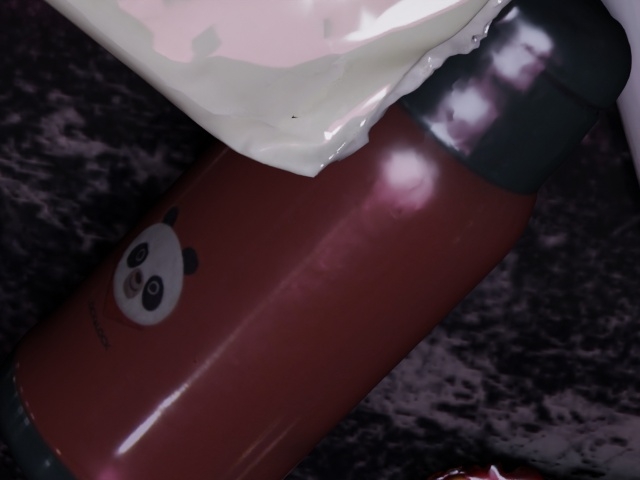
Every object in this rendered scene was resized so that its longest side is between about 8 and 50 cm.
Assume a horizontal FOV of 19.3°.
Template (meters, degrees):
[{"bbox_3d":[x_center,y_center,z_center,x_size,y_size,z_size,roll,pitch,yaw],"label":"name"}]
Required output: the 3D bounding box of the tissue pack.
[{"bbox_3d":[-0.082,-0.235,0.710,0.380,0.297,0.207,40,106,-14],"label":"tissue pack"}]

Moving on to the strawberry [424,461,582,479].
[{"bbox_3d":[0.138,0.216,1.010,0.236,0.111,0.190,38,79,7],"label":"strawberry"}]

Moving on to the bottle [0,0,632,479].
[{"bbox_3d":[0.000,0.000,0.874,0.144,0.144,0.336,38,113,-15],"label":"bottle"}]

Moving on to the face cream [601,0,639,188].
[{"bbox_3d":[0.220,0.015,0.926,0.102,0.102,0.345,-16,111,6],"label":"face cream"}]
